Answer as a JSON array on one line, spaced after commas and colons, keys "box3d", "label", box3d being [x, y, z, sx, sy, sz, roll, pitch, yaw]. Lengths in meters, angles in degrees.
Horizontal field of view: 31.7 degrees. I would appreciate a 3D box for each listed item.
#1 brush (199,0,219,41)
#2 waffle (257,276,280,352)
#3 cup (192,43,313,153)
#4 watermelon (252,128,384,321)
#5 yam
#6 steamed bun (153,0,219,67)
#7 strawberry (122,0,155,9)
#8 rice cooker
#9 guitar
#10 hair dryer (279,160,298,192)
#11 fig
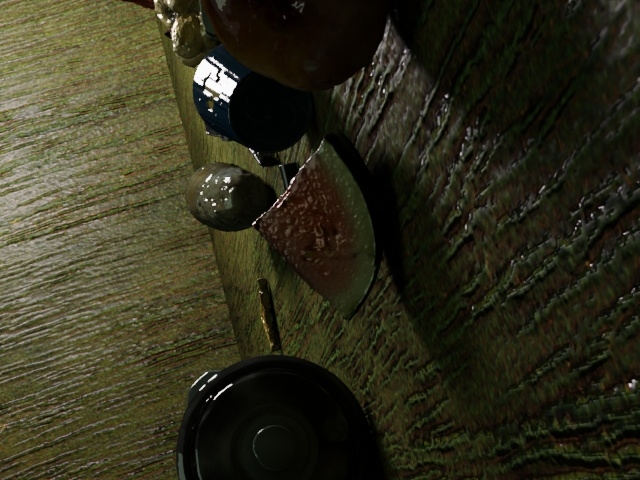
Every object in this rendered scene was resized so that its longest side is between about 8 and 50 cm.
[{"box3d": [-0.198, -0.484, 1.902, 0.060, 0.068, 0.297, -76, -24, -66], "label": "brush"}, {"box3d": [-0.107, 0.153, 2.336, 0.153, 0.023, 0.098, 90, 162, -53], "label": "waffle"}, {"box3d": [-0.077, -0.199, 1.428, 0.155, 0.131, 0.177, -134, 57, -63], "label": "cup"}, {"box3d": [0.019, -0.038, 1.145, 0.145, 0.137, 0.193, -50, 43, 32], "label": "watermelon"}, {"box3d": [-0.163, -0.080, 2.051, 0.330, 0.133, 0.133, -169, 66, -75], "label": "yam"}, {"box3d": [-0.261, -0.428, 2.184, 0.192, 0.106, 0.178, 114, 143, -77], "label": "steamed bun"}, {"box3d": [-0.426, -0.632, 2.504, 0.351, 0.267, 0.312, 48, -168, -53], "label": "strawberry"}, {"box3d": [-0.064, 0.304, 1.577, 0.317, 0.264, 0.317, 48, 168, 14], "label": "rice cooker"}, {"box3d": [-0.125, -0.172, 1.874, 0.271, 0.083, 0.038, -137, 36, -62], "label": "guitar"}, {"box3d": [-0.046, -0.089, 1.636, 0.083, 0.026, 0.047, -154, 52, -82], "label": "hair dryer"}, {"box3d": [-0.006, -0.208, 0.972, 0.257, 0.159, 0.159, -39, -63, -79], "label": "fig"}]
